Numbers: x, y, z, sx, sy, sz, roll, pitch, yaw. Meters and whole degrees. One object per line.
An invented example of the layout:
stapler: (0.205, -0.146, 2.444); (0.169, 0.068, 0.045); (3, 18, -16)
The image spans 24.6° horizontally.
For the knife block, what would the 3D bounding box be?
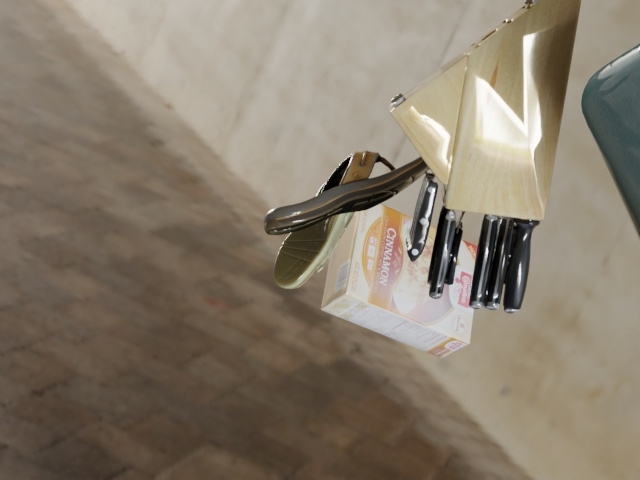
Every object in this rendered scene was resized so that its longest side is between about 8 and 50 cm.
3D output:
knife block: (0.186, -0.070, 1.393); (0.242, 0.276, 0.088); (53, 7, -7)

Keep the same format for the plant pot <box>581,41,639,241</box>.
plant pot: (0.345, -0.072, 1.151); (0.247, 0.247, 0.252); (64, -14, -4)

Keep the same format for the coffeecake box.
coffeecake box: (0.105, 0.048, 1.865); (0.186, 0.142, 0.068); (23, -31, -22)

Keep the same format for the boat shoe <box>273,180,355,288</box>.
boat shoe: (-0.001, -0.001, 1.671); (0.056, 0.153, 0.048); (8, -34, 32)

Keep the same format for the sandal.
sandal: (0.030, -0.063, 1.595); (0.219, 0.060, 0.090); (-20, -8, -22)
